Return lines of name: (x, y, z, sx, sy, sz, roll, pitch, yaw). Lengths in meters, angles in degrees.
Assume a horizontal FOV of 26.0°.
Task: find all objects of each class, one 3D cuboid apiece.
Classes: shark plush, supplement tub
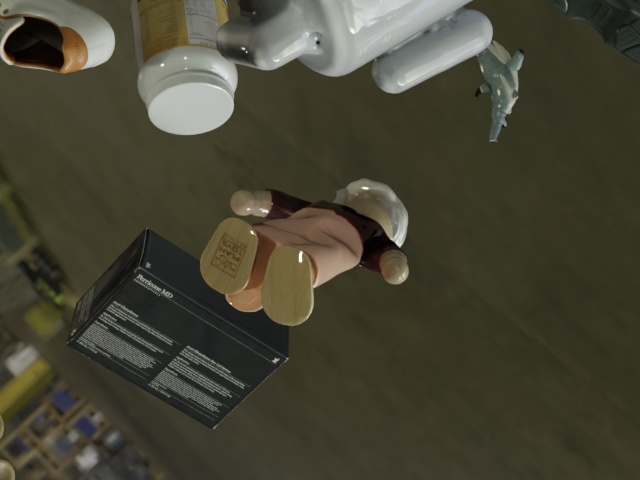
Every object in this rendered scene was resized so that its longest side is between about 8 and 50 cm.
shark plush: (0.271, -0.233, 2.173, 0.067, 0.161, 0.073, 5, -178, -10)
supplement tub: (-0.197, -0.268, 1.999, 0.144, 0.144, 0.200, 77, -178, -60)

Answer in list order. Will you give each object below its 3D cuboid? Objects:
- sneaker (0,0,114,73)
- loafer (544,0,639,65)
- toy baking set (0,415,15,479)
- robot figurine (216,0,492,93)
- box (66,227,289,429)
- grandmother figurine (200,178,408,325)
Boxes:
sneaker: (-0.423, -0.303, 1.839, 0.290, 0.123, 0.106, 23, 121, 16)
loafer: (0.333, -0.314, 1.672, 0.267, 0.084, 0.096, 39, 147, -6)
toy baking set: (-0.356, 0.203, 1.226, 0.030, 0.256, 0.197, -21, 123, 33)
robot figurine: (0.054, -0.282, 1.247, 0.200, 0.353, 0.300, 30, 150, 61)
box: (-0.201, 0.129, 1.992, 0.261, 0.184, 0.103, 34, -148, -22)
grandmother figurine: (0.000, 0.000, 1.442, 0.208, 0.104, 0.342, 35, -159, 16)
